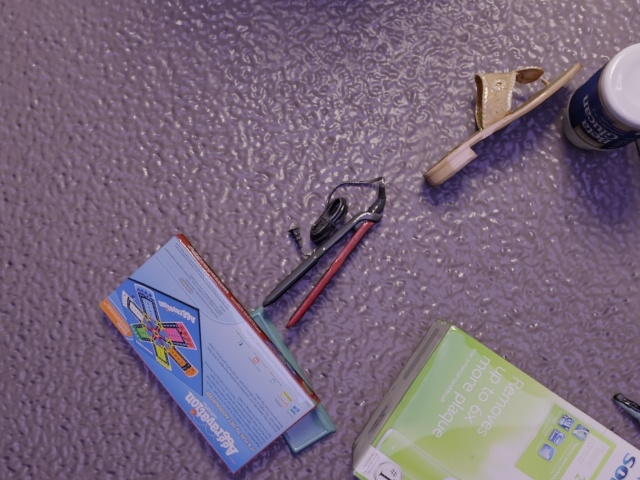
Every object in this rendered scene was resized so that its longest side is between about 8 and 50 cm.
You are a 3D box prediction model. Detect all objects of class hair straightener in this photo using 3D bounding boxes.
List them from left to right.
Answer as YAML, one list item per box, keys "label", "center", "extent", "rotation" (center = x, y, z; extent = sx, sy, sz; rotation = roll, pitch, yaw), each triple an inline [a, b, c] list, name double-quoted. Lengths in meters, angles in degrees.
- label: "hair straightener"
  center: [0.000, 0.000, 0.792]
  extent: [0.089, 0.047, 0.230]
  rotation: [39, 89, 4]

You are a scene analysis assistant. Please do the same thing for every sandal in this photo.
- label: "sandal"
  center: [0.212, -0.172, 0.773]
  extent: [0.240, 0.088, 0.079]
  rotation: [-40, 92, 5]

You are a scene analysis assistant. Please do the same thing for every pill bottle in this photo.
- label: "pill bottle"
  center: [0.350, -0.159, 0.724]
  extent: [0.094, 0.169, 0.094]
  rotation: [0, 86, 3]

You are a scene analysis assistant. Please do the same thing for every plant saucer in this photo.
- label: "plant saucer"
  center: [-0.056, 0.184, 0.799]
  extent: [0.067, 0.018, 0.192]
  rotation: [-32, 87, 1]

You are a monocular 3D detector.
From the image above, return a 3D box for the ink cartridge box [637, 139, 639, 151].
- label: "ink cartridge box"
  center: [0.519, -0.123, 0.753]
  extent: [0.213, 0.093, 0.154]
  rotation: [-13, 86, 0]

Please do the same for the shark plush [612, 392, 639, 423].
- label: "shark plush"
  center: [0.428, 0.258, 0.755]
  extent: [0.161, 0.073, 0.067]
  rotation: [41, 119, 0]

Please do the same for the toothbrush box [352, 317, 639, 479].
- label: "toothbrush box"
  center: [0.209, 0.258, 0.730]
  extent: [0.283, 0.122, 0.206]
  rotation: [35, 89, 3]

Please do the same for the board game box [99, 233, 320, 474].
- label: "board game box"
  center: [-0.145, 0.144, 0.787]
  extent: [0.145, 0.027, 0.281]
  rotation: [-41, 84, 7]
